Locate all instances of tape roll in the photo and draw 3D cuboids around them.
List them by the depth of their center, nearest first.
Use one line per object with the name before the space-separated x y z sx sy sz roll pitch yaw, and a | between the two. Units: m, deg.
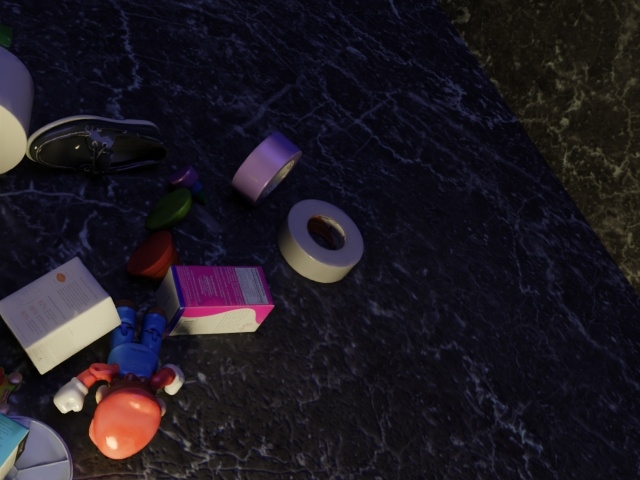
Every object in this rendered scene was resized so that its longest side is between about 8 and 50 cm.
tape roll | -0.720 -0.269 1.478 0.246 0.246 0.169 11 49 -27
tape roll | -0.137 -0.181 1.845 0.080 0.189 0.189 40 42 2
tape roll | 0.000 0.000 1.867 0.219 0.072 0.219 20 44 -20

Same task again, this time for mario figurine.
mario figurine | -0.372 0.272 1.363 0.198 0.170 0.320 -10 39 2

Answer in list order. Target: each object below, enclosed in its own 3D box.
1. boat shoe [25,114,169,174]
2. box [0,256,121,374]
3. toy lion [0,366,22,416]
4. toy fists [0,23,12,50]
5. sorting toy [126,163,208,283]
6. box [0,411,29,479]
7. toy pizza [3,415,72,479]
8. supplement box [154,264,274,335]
boat shoe | -0.495 -0.204 1.666 0.340 0.127 0.113 -8 46 -50
box | -0.480 0.136 1.336 0.170 0.091 0.130 -33 57 -24
toy lion | -0.581 0.259 1.268 0.096 0.034 0.100 17 46 -12
toy fists | -0.806 -0.427 1.674 0.142 0.096 0.279 20 42 -33
sorting toy | -0.321 -0.021 1.667 0.126 0.127 0.365 51 30 -32
box | -0.540 0.385 1.087 0.060 0.100 0.244 32 48 -4
toy pizza | -0.514 0.387 1.193 0.201 0.032 0.201 15 51 -19
supplement box | -0.228 0.129 1.564 0.220 0.111 0.114 3 51 -33
